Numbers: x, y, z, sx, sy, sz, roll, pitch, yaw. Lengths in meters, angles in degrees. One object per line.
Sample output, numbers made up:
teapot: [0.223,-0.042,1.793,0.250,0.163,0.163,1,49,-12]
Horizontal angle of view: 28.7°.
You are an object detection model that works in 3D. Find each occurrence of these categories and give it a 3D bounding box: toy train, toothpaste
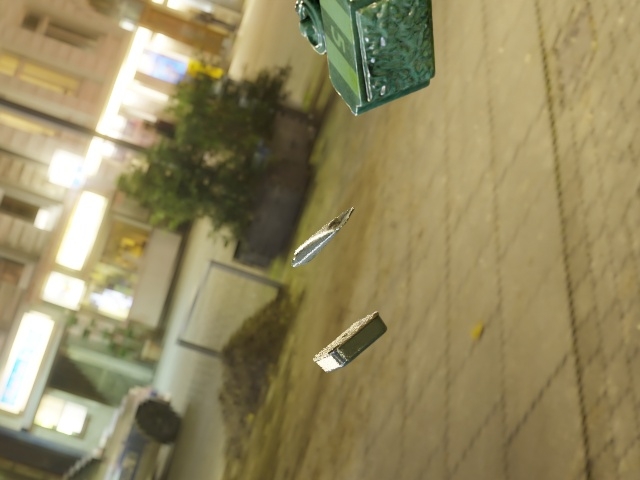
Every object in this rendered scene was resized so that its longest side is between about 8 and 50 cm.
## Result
toy train: [0.064,-0.337,1.762,0.299,0.167,0.238,79,163,-49]
toothpaste: [0.000,0.000,2.583,0.067,0.037,0.255,-54,8,-33]

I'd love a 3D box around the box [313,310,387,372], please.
box: [0.041,0.138,1.682,0.091,0.031,0.126,-39,-1,-17]
